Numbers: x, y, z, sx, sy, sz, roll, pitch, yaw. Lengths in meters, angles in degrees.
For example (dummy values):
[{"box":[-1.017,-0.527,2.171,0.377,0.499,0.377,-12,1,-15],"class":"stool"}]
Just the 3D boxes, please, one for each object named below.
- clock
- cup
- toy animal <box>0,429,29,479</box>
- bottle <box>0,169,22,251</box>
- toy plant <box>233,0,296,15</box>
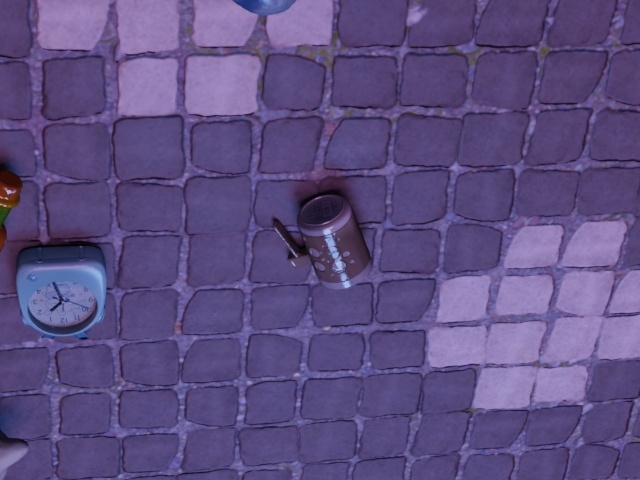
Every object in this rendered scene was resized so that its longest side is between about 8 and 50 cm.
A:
[{"box":[-0.316,0.075,1.668,0.108,0.045,0.147,-1,128,-10],"class":"clock"},{"box":[0.006,-0.005,1.672,0.074,0.102,0.099,-44,133,-27],"class":"cup"},{"box":[-0.538,0.264,1.707,0.308,0.266,0.188,39,100,12],"class":"toy animal"},{"box":[-0.399,-0.003,1.577,0.069,0.069,0.187,22,120,-25],"class":"bottle"},{"box":[-0.089,-0.345,1.292,0.332,0.247,0.247,24,119,-29],"class":"toy plant"}]
